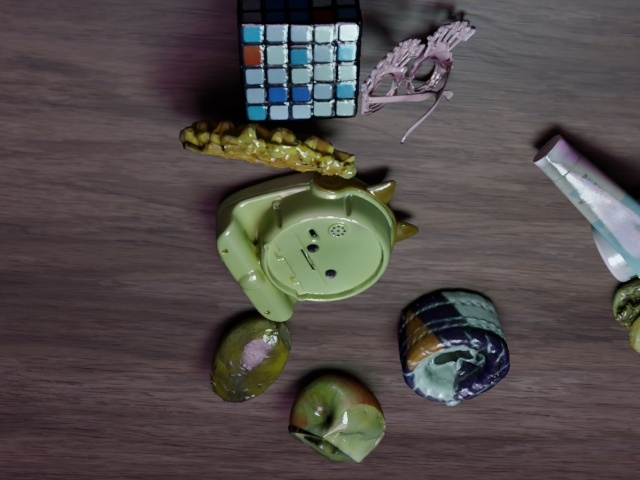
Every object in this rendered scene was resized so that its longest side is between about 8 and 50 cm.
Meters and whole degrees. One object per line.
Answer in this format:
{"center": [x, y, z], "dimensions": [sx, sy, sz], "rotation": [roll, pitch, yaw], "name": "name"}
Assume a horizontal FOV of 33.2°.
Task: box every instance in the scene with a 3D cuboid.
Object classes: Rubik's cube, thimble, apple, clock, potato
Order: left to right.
{"center": [-0.148, 0.249, 2.249], "dimensions": [0.149, 0.113, 0.251], "rotation": [23, 131, -19], "name": "potato"}
{"center": [-0.033, -0.307, 1.645], "dimensions": [0.184, 0.182, 0.187], "rotation": [-1, 135, -2], "name": "Rubik's cube"}
{"center": [0.000, 0.000, 2.002], "dimensions": [0.348, 0.117, 0.286], "rotation": [-18, 134, 14], "name": "clock"}
{"center": [0.037, 0.391, 2.366], "dimensions": [0.207, 0.174, 0.188], "rotation": [-29, 149, 22], "name": "apple"}
{"center": [0.273, 0.227, 2.227], "dimensions": [0.237, 0.150, 0.237], "rotation": [-3, 136, -3], "name": "thimble"}

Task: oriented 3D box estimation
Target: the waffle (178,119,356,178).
{"center": [-0.078, -0.151, 1.767], "dimensions": [0.281, 0.058, 0.300], "rotation": [11, -179, 35], "name": "waffle"}

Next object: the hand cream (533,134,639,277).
{"center": [0.512, -0.057, 1.921], "dimensions": [0.312, 0.070, 0.111], "rotation": [41, 114, -7], "name": "hand cream"}

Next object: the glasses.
{"center": [0.160, -0.259, 1.701], "dimensions": [0.255, 0.095, 0.162], "rotation": [-29, 149, -36], "name": "glasses"}

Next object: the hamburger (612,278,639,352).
{"center": [0.688, 0.145, 2.189], "dimensions": [0.184, 0.131, 0.159], "rotation": [12, 125, -24], "name": "hamburger"}

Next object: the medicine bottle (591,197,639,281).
{"center": [0.653, -0.037, 1.993], "dimensions": [0.274, 0.133, 0.133], "rotation": [-29, 130, 23], "name": "medicine bottle"}
